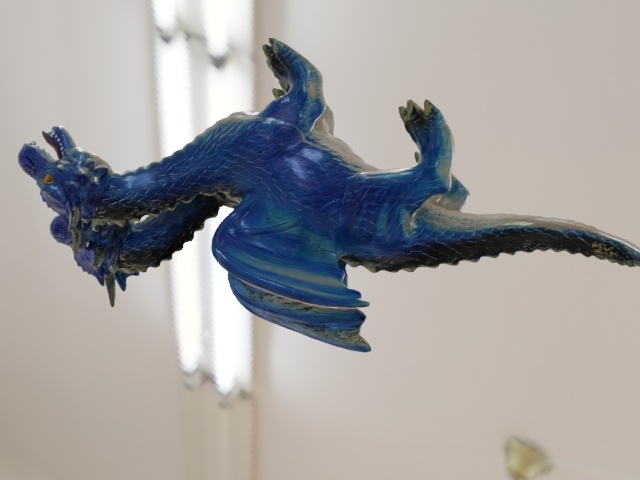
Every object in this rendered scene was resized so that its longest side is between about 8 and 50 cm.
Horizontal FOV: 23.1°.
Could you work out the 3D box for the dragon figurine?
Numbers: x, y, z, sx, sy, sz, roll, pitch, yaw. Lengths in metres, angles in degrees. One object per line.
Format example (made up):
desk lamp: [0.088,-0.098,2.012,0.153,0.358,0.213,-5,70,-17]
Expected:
dragon figurine: [0.000,0.000,0.748,0.289,0.144,0.085,27,-16,13]
